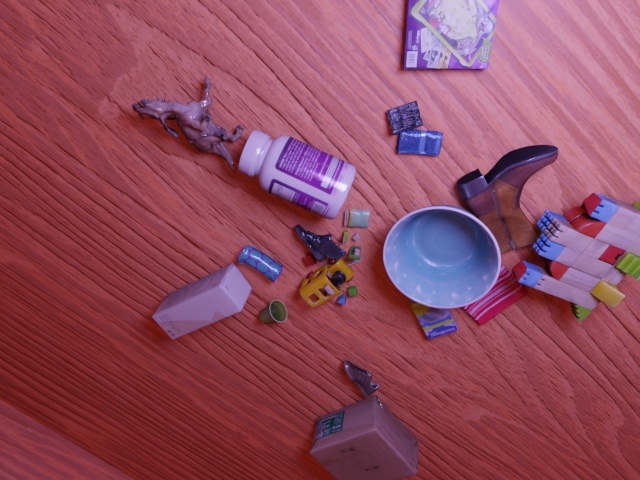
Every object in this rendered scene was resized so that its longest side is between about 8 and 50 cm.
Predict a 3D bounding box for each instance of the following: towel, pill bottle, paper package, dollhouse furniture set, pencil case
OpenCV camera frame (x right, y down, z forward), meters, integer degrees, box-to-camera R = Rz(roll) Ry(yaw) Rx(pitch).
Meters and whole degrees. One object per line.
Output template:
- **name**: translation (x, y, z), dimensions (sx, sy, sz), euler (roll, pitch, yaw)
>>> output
- **towel**: translation (0.272, -0.270, 1.133), dimensions (0.119, 0.029, 0.067), euler (6, 118, 6)
- **pill bottle**: translation (-0.067, -0.190, 1.153), dimensions (0.301, 0.169, 0.169), euler (24, 119, -4)
- **paper package**: translation (0.175, 0.820, 1.656), dimensions (0.324, 0.168, 0.309), euler (-32, 107, 24)
- **towel**: translation (0.497, 0.137, 1.315), dimensions (0.275, 0.031, 0.199), euler (40, 116, -12)
- **dollhouse furniture set**: translation (0.108, -0.021, 1.277), dimensions (0.076, 0.059, 0.152), euler (6, 119, 6)
- **pencil case**: translation (-0.200, 0.078, 1.377), dimensions (0.151, 0.064, 0.070), euler (32, 102, -8)

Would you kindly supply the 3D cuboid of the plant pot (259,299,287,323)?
- **plant pot**: translation (-0.175, 0.263, 1.470), dimensions (0.079, 0.083, 0.083), euler (-28, 111, 34)

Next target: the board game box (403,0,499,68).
- **board game box**: translation (0.309, -0.583, 0.951), dimensions (0.208, 0.056, 0.347), euler (6, 119, 11)

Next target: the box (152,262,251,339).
- **box**: translation (-0.411, 0.214, 1.440), dimensions (0.311, 0.148, 0.121), euler (-24, 113, 21)

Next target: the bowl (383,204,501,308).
- **bowl**: translation (0.350, 0.020, 1.181), dimensions (0.311, 0.163, 0.312), euler (11, 120, 19)

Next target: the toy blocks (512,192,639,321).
- **toy blocks**: translation (0.697, 0.014, 1.115), dimensions (0.260, 0.191, 0.382), euler (21, 119, -6)

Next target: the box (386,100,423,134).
- **box**: translation (0.225, -0.328, 1.102), dimensions (0.083, 0.018, 0.067), euler (-15, 92, 17)

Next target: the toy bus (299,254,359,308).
- **toy bus**: translation (0.029, 0.138, 1.349), dimensions (0.190, 0.104, 0.202), euler (7, 119, 5)

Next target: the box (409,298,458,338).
- **box**: translation (0.386, 0.257, 1.391), dimensions (0.109, 0.042, 0.178), euler (-24, 111, 21)

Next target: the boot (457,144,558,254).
- **boot**: translation (0.555, -0.098, 1.143), dimensions (0.264, 0.096, 0.280), euler (-28, 112, 19)

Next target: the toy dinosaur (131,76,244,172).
- **toy dinosaur**: translation (-0.353, -0.314, 1.166), dimensions (0.200, 0.127, 0.296), euler (-19, 126, 26)

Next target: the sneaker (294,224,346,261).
- **sneaker**: translation (0.000, 0.000, 1.311), dimensions (0.089, 0.051, 0.170), euler (-37, 94, 5)

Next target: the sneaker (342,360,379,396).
- **sneaker**: translation (0.154, 0.510, 1.562), dimensions (0.071, 0.066, 0.188), euler (-32, 115, 5)
